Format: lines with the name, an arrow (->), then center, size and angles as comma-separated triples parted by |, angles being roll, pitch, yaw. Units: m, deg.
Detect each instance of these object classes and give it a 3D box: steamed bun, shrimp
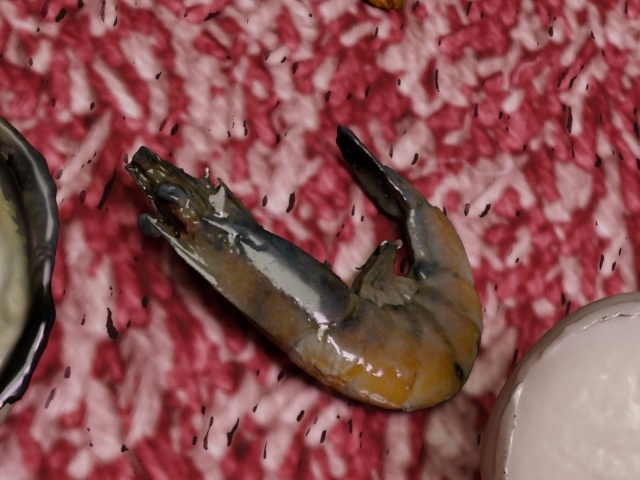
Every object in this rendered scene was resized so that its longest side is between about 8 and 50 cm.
steamed bun -> 0.191, 0.132, 0.740 | 0.228, 0.131, 0.177 | 34, 85, 14
shrimp -> 0.000, 0.000, 0.813 | 0.217, 0.051, 0.150 | 37, 52, -5

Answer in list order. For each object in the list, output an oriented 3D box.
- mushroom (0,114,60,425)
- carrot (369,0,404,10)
mushroom -> -0.280, 0.050, 0.633 | 0.344, 0.130, 0.247 | -30, 72, -34
carrot -> 0.053, -0.220, 0.965 | 0.042, 0.042, 0.171 | 17, 58, -9
